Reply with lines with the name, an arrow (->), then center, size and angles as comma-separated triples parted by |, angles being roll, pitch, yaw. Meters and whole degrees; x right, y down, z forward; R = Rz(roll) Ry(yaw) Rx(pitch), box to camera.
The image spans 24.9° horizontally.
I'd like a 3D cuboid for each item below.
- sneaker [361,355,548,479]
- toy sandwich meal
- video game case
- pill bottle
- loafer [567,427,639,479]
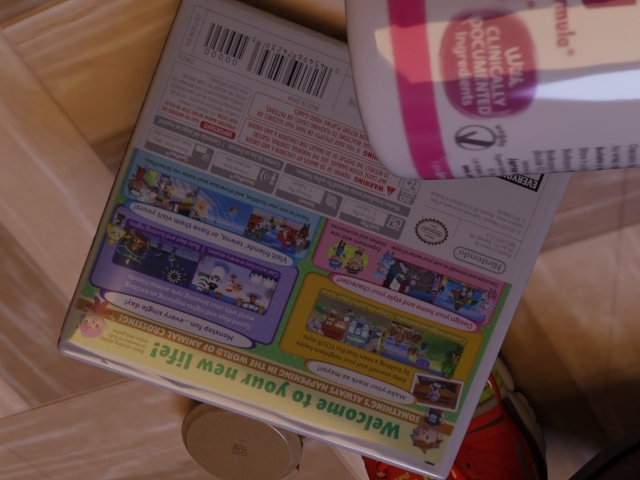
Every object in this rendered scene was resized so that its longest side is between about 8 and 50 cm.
sneaker -> 0.054, 0.095, 0.807 | 0.107, 0.118, 0.279 | -23, 125, 26
toy sandwich meal -> -0.046, 0.123, 0.912 | 0.085, 0.029, 0.085 | 7, 130, 8
video game case -> 0.000, 0.000, 0.724 | 0.212, 0.023, 0.193 | 20, 98, -10
pill bottle -> 0.159, -0.110, 0.571 | 0.283, 0.160, 0.160 | -3, 132, 11
loafer -> 0.150, 0.191, 0.791 | 0.302, 0.095, 0.109 | -22, 129, -23
